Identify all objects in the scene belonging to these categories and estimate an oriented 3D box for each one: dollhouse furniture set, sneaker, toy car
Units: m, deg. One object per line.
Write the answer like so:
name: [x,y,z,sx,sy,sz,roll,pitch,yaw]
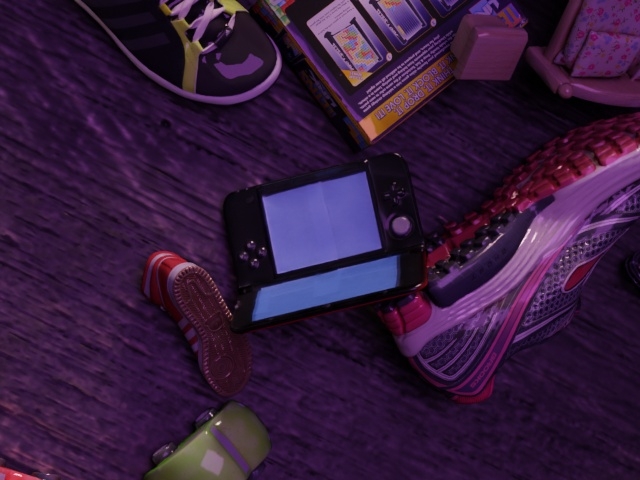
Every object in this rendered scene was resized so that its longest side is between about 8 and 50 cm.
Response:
dollhouse furniture set: [0.321,-0.203,1.284,0.355,0.303,0.174,-3,42,-28]
sneaker: [-0.127,-0.182,1.292,0.235,0.097,0.084,35,75,-9]
sneaker: [0.179,0.002,1.354,0.299,0.121,0.112,-36,107,-10]
toy car: [-0.124,0.197,1.263,0.225,0.053,0.239,-41,95,-17]
sneaker: [-0.092,0.058,1.304,0.042,0.067,0.118,-33,122,-20]

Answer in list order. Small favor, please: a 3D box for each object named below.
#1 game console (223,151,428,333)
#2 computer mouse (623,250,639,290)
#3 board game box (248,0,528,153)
game console: [0.000,0.000,1.279,0.144,0.085,0.124,-13,76,7]
computer mouse: [0.339,0.089,1.424,0.242,0.041,0.071,40,60,0]
board game box: [0.053,-0.173,1.370,0.170,0.048,0.141,-38,96,-18]
